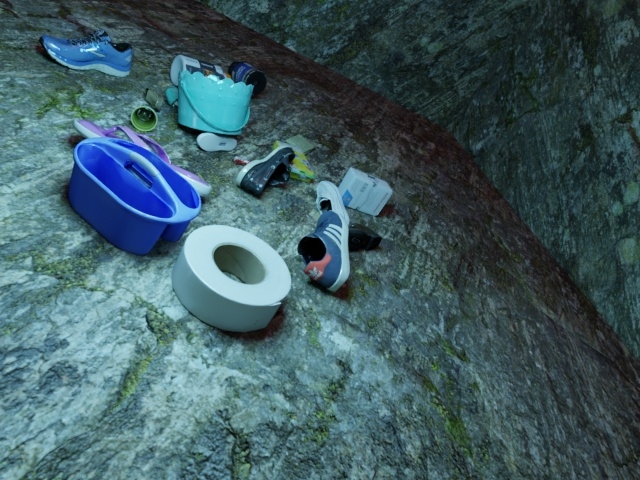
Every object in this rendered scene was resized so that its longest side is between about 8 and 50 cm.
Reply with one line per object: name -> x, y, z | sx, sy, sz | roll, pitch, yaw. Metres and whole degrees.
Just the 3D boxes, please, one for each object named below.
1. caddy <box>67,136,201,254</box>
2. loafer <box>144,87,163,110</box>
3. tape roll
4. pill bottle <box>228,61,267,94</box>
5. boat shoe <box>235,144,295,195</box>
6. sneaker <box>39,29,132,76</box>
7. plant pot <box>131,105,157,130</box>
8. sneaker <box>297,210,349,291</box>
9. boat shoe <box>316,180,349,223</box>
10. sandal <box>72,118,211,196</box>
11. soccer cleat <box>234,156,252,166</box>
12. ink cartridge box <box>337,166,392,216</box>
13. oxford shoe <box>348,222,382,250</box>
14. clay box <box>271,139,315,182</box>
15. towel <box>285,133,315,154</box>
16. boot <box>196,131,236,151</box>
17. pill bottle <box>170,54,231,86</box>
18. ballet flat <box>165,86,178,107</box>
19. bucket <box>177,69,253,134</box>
caddy -> -0.464, -0.129, 1.230 | 0.341, 0.179, 0.241 | 39, 30, 10
loafer -> -0.618, -0.523, 1.805 | 0.050, 0.056, 0.148 | 9, 27, -36
tape roll -> -0.218, 0.090, 1.223 | 0.286, 0.100, 0.286 | 25, 29, -15
pill bottle -> -0.363, -0.799, 2.386 | 0.122, 0.123, 0.219 | 4, 27, -41
boat shoe -> -0.165, -0.248, 1.763 | 0.113, 0.127, 0.340 | 38, 31, 7
sneaker -> -0.833, -0.699, 1.758 | 0.130, 0.147, 0.329 | 46, 32, 23
plant pot -> -0.596, -0.422, 1.656 | 0.083, 0.083, 0.079 | 18, 21, -26
sneaker -> 0.000, 0.000, 1.543 | 0.148, 0.131, 0.350 | 26, 30, -22
boat shoe -> 0.028, -0.141, 1.825 | 0.084, 0.095, 0.258 | 15, 32, -37
sandal -> -0.499, -0.259, 1.424 | 0.415, 0.102, 0.169 | 28, 3, -14
soccer cleat -> -0.280, -0.290, 1.812 | 0.083, 0.029, 0.036 | 14, 38, -23
ink cartridge box -> 0.176, -0.197, 2.009 | 0.190, 0.140, 0.082 | 17, 31, -28
oxford shoe -> 0.123, -0.018, 1.757 | 0.096, 0.083, 0.227 | 46, 20, 29
clay box -> -0.109, -0.314, 1.992 | 0.127, 0.053, 0.222 | 13, 36, -33
towel -> -0.088, -0.439, 2.228 | 0.110, 0.027, 0.148 | 37, 29, 5
boot -> -0.399, -0.374, 1.792 | 0.086, 0.069, 0.190 | 38, 20, 23
pill bottle -> -0.508, -0.705, 2.108 | 0.245, 0.131, 0.130 | 0, 43, -45
ballet flat -> -0.495, -0.534, 1.934 | 0.247, 0.083, 0.087 | 4, 64, -41
bucket -> -0.390, -0.503, 1.789 | 0.280, 0.183, 0.281 | 11, 19, -4
